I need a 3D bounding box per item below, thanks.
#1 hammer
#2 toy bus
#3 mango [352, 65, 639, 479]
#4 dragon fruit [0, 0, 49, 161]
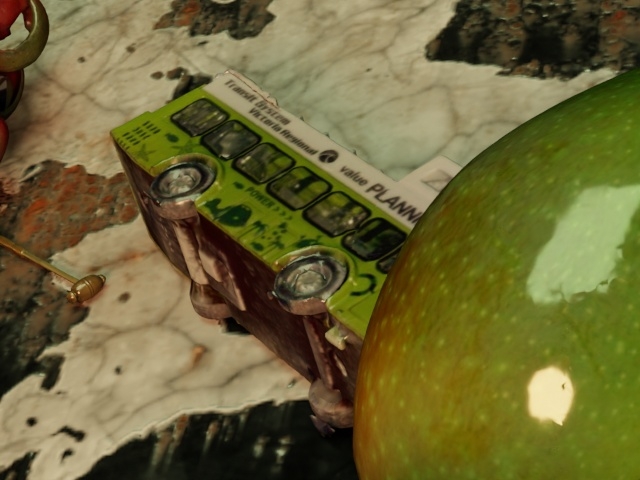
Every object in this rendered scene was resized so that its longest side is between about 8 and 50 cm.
[{"bbox_3d":[-0.184,0.014,1.163,0.029,0.014,0.123,-34,38,-29],"label":"hammer"},{"bbox_3d":[0.000,0.000,1.030,0.139,0.113,0.302,-32,40,-20],"label":"toy bus"},{"bbox_3d":[0.175,0.017,0.826,0.382,0.225,0.201,-41,19,-7],"label":"mango"},{"bbox_3d":[-0.306,-0.092,1.216,0.273,0.198,0.218,-11,21,-29],"label":"dragon fruit"}]
